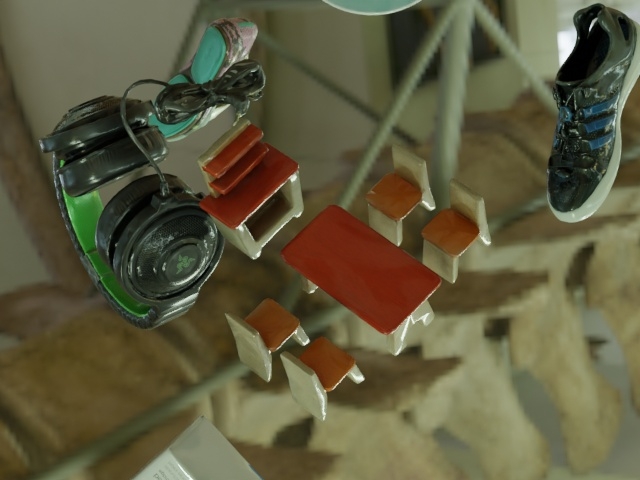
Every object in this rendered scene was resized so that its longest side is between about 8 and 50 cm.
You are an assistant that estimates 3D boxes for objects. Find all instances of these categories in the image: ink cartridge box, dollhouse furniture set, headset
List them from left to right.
[{"bbox_3d":[-0.178,-0.063,1.719,0.185,0.243,0.394,-25,164,-25],"label":"headset"},{"bbox_3d":[-0.145,0.296,1.594,0.203,0.148,0.086,-44,180,29],"label":"ink cartridge box"},{"bbox_3d":[0.000,0.000,1.587,0.259,0.135,0.262,35,-111,28],"label":"dollhouse furniture set"}]

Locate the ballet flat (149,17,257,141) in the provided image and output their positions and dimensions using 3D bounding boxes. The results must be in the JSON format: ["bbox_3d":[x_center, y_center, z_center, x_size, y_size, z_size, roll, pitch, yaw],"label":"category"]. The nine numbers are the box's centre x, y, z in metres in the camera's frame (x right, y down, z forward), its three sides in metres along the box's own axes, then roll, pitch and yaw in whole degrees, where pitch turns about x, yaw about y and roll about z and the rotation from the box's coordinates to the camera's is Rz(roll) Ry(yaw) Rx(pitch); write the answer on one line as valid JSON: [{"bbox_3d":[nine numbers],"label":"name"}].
[{"bbox_3d":[-0.138,-0.198,1.986,0.079,0.077,0.221,-14,155,-39],"label":"ballet flat"}]

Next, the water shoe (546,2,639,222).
[{"bbox_3d":[0.238,-0.120,1.479,0.080,0.203,0.073,23,170,-40],"label":"water shoe"}]

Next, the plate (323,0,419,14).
[{"bbox_3d":[0.049,-0.307,1.500,0.188,0.188,0.024,-1,-168,22],"label":"plate"}]
